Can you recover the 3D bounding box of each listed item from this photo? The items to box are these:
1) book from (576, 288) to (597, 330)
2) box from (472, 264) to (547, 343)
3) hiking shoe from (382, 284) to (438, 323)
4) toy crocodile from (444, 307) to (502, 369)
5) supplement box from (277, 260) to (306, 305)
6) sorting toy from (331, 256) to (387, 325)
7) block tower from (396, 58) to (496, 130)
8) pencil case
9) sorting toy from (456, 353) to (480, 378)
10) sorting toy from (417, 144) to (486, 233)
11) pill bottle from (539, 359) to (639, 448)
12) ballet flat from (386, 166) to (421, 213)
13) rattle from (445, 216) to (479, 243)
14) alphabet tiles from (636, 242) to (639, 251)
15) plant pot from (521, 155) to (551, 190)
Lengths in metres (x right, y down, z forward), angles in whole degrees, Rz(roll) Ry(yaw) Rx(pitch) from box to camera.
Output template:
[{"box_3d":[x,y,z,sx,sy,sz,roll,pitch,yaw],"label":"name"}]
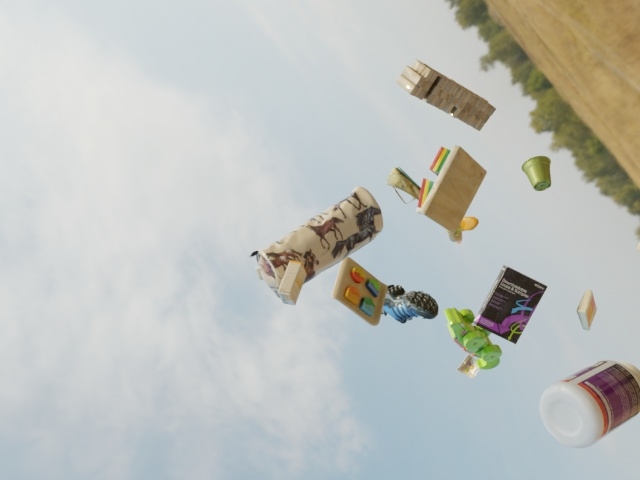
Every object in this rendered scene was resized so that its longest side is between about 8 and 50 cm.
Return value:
[{"box_3d":[0.980,0.255,2.302,0.096,0.035,0.144,-59,-41,-20],"label":"book"},{"box_3d":[0.455,0.154,1.509,0.116,0.162,0.029,25,-174,-7],"label":"box"},{"box_3d":[0.351,0.266,2.467,0.113,0.304,0.132,-16,-70,-30],"label":"hiking shoe"},{"box_3d":[0.474,0.307,1.967,0.340,0.105,0.115,37,-155,-43],"label":"toy crocodile"},{"box_3d":[-0.072,0.110,1.625,0.062,0.036,0.098,71,-146,-54],"label":"supplement box"},{"box_3d":[0.147,0.178,2.245,0.208,0.038,0.193,35,-131,-19],"label":"sorting toy"},{"box_3d":[0.393,-0.439,1.919,0.335,0.091,0.097,16,-152,-36],"label":"block tower"},{"box_3d":[0.000,0.000,1.830,0.183,0.410,0.160,27,145,55],"label":"pencil case"},{"box_3d":[0.574,0.484,2.399,0.045,0.083,0.075,20,-160,-36],"label":"sorting toy"},{"box_3d":[0.445,-0.184,2.208,0.089,0.255,0.257,29,-177,38],"label":"sorting toy"},{"box_3d":[0.780,0.447,1.772,0.323,0.181,0.181,-11,-116,-35],"label":"pill bottle"},{"box_3d":[0.440,-0.189,2.828,0.348,0.123,0.123,40,-156,4],"label":"ballet flat"},{"box_3d":[0.597,-0.048,2.578,0.200,0.143,0.130,44,-148,-48],"label":"rattle"},{"box_3d":[0.949,-0.084,1.688,0.278,0.284,0.021,12,-160,-48],"label":"alphabet tiles"},{"box_3d":[0.629,-0.187,1.811,0.083,0.083,0.079,30,-134,-41],"label":"plant pot"}]
